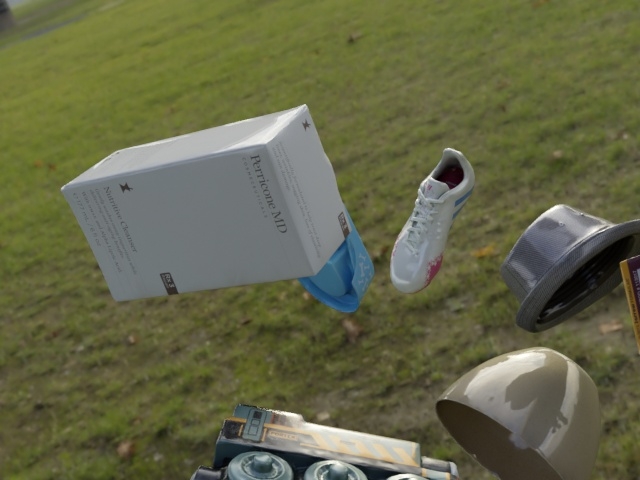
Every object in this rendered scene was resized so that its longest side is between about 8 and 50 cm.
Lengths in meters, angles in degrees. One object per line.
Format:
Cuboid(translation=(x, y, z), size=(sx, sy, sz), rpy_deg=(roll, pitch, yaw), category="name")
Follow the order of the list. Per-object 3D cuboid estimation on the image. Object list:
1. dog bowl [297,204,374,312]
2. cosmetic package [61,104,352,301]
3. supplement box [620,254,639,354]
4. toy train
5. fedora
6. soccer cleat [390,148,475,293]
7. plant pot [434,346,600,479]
Cuboid(translation=(0.000, 0.000, 1.798), size=(0.166, 0.297, 0.074), rpy_deg=(13, 50, 45), category="dog bowl")
Cuboid(translation=(-0.170, -0.048, 1.500), size=(0.385, 0.217, 0.156), rpy_deg=(-10, 22, 33), category="cosmetic package")
Cuboid(translation=(0.404, 0.074, 1.033), size=(0.188, 0.104, 0.081), rpy_deg=(15, -29, -40), category="supplement box")
Cuboid(translation=(0.015, 0.297, 1.189), size=(0.334, 0.142, 0.190), rpy_deg=(9, 23, 2), category="toy train")
Cuboid(translation=(0.390, 0.026, 1.585), size=(0.275, 0.244, 0.124), rpy_deg=(-25, 60, -28), category="fedora")
Cuboid(translation=(0.228, -0.049, 2.121), size=(0.116, 0.143, 0.331), rpy_deg=(18, 69, 25), category="soccer cleat")
Cuboid(translation=(0.364, 0.294, 1.690), size=(0.191, 0.284, 0.284), rpy_deg=(-48, 27, -18), category="plant pot")
